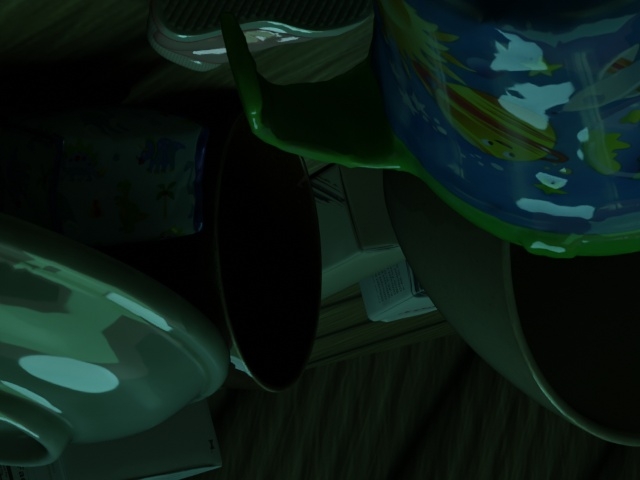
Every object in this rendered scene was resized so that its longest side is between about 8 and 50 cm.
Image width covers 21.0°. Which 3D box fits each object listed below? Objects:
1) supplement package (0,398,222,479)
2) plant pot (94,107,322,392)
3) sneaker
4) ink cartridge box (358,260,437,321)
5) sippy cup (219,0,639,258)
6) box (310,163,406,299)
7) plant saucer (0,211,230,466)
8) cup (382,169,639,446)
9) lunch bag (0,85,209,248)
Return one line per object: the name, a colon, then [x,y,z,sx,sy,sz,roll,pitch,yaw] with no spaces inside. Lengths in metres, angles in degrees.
supplement package: [-0.231,0.132,1.534,0.145,0.204,0.262,-19,170,23]
plant pot: [-0.142,0.015,1.326,0.230,0.215,0.215,-5,175,19]
sneaker: [-0.040,-0.133,1.011,0.134,0.051,0.070,-9,171,-19]
ink cartridge box: [0.190,-0.026,1.772,0.223,0.129,0.307,-11,170,-25]
sippy cup: [0.118,-0.132,0.804,0.305,0.240,0.224,-53,158,-4]
box: [0.000,0.000,1.730,0.113,0.094,0.275,-9,169,-35]
plant saucer: [-0.263,0.073,1.157,0.400,0.101,0.400,12,160,4]
cup: [0.182,-0.041,1.265,0.331,0.331,0.237,-9,-165,-34]
lunch bag: [-0.168,-0.053,1.146,0.129,0.096,0.151,-7,-163,-42]
